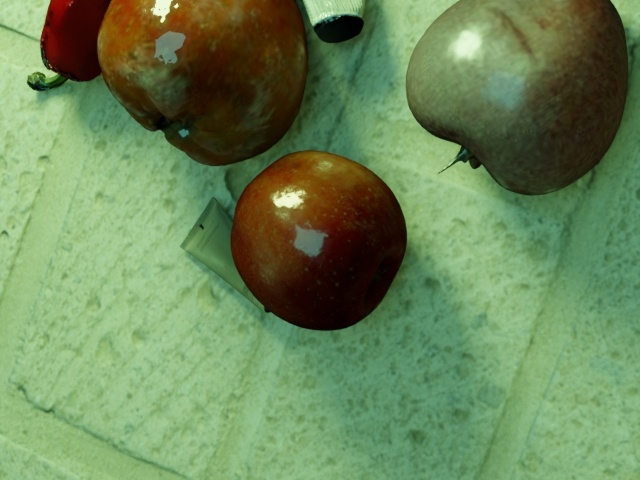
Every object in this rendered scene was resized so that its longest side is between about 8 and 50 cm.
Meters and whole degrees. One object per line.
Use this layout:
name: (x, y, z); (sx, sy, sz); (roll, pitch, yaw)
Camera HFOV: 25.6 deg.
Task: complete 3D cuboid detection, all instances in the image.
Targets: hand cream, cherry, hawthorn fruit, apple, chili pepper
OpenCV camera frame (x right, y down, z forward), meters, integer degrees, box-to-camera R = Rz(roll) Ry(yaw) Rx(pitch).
hand cream: (-0.107, 0.031, 1.903); (0.186, 0.054, 0.087); (42, 107, 23)
cherry: (0.246, -0.195, 1.691); (0.261, 0.221, 0.307); (38, 83, 15)
hawthorn fruit: (-0.145, -0.240, 1.804); (0.284, 0.284, 0.284); (-1, 89, 20)
apple: (0.000, 0.000, 1.773); (0.201, 0.218, 0.218); (30, 99, 26)
chili pepper: (-0.310, -0.311, 1.895); (0.110, 0.110, 0.387); (55, 145, 13)

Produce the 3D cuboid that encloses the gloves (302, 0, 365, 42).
gloves: (-0.005, -0.368, 1.843); (0.119, 0.097, 0.229); (-9, 82, -19)
